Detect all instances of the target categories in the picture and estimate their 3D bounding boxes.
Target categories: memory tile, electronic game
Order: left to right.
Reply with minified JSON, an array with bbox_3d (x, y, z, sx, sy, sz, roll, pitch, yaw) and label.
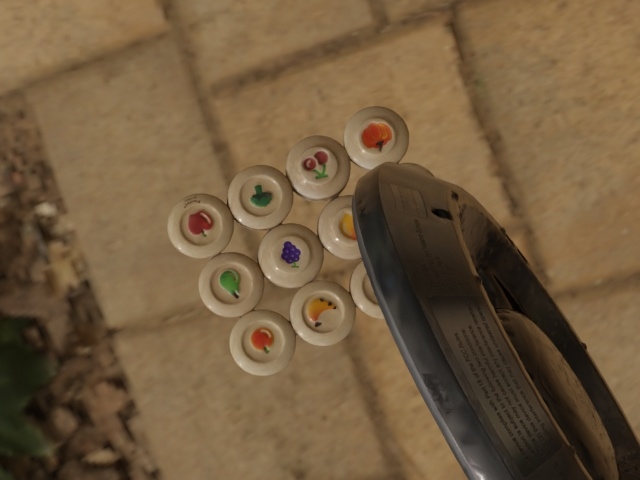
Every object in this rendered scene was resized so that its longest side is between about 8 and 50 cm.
[{"bbox_3d":[0.000,0.000,1.002,0.148,0.012,0.113,-27,83,-5],"label":"memory tile"},{"bbox_3d":[0.081,0.069,0.697,0.048,0.229,0.229,-31,87,12],"label":"electronic game"}]
